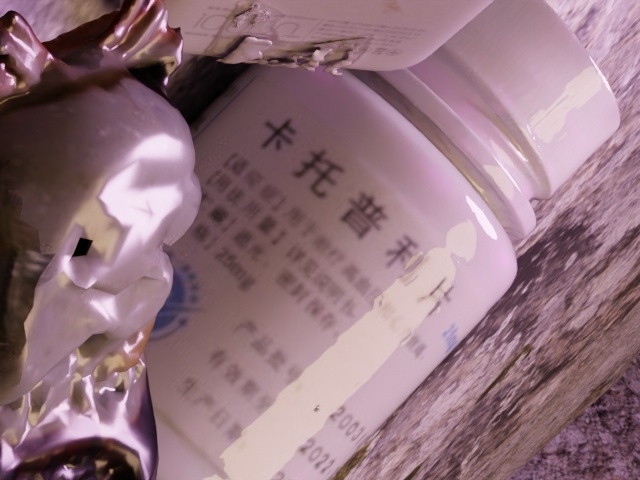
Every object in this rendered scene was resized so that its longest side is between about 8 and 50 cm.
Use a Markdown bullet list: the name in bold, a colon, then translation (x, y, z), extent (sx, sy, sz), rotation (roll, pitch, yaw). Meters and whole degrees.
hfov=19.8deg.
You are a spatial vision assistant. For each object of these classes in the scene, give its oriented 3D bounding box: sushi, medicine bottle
- **sushi**: translation (-0.120, 0.062, 0.685), extent (0.124, 0.130, 0.332), rotation (-26, 124, -57)
- **medicine bottle**: translation (0.000, 0.000, 0.888), extent (0.293, 0.170, 0.170), rotation (-45, 164, -6)

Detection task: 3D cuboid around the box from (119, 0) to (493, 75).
- **box**: translation (0.035, -0.130, 0.655), extent (0.142, 0.044, 0.285), rotation (4, 159, -25)
